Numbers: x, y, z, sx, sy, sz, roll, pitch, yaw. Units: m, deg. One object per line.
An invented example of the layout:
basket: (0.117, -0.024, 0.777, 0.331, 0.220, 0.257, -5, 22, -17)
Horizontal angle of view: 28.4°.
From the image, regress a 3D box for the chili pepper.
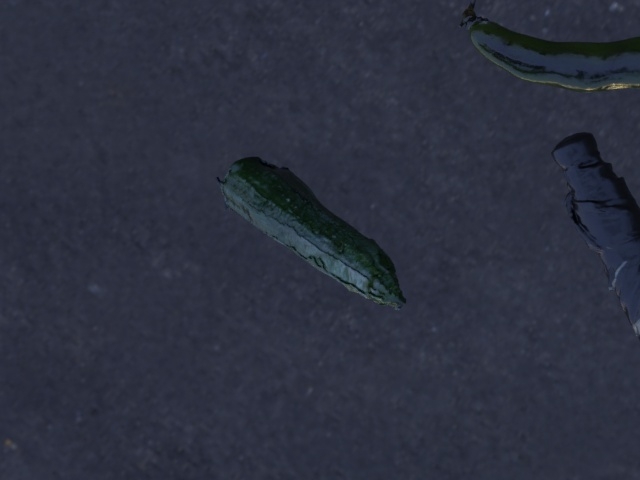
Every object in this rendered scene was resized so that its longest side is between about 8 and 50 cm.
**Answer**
chili pepper: (0.000, 0.000, 1.064, 0.088, 0.059, 0.227, 20, -167, -42)

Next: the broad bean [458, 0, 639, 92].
broad bean: (0.222, -0.165, 1.109, 0.227, 0.039, 0.069, 18, 107, 26)

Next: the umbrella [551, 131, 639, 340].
umbrella: (0.419, 0.013, 1.686, 0.113, 0.106, 0.357, -27, 97, 30)
